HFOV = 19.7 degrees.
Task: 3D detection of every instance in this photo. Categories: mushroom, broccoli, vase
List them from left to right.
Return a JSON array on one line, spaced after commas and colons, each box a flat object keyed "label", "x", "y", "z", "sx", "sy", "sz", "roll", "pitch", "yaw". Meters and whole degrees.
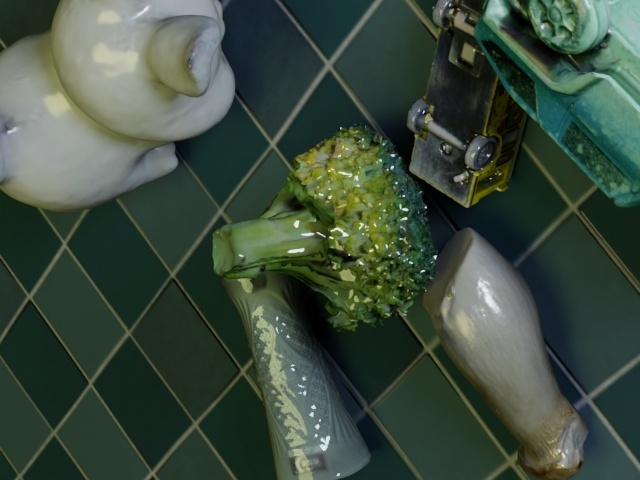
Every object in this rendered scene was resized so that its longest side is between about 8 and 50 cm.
[{"label": "vase", "x": -0.029, "y": 0.124, "z": 1.791, "sx": 0.096, "sy": 0.096, "sz": 0.219, "roll": -11, "pitch": 99, "yaw": 48}, {"label": "broccoli", "x": 0.000, "y": 0.000, "z": 1.597, "sx": 0.219, "sy": 0.194, "sz": 0.194, "roll": 17, "pitch": 124, "yaw": 64}, {"label": "mushroom", "x": 0.163, "y": 0.100, "z": 1.584, "sx": 0.225, "sy": 0.093, "sz": 0.116, "roll": 53, "pitch": 165, "yaw": -2}]

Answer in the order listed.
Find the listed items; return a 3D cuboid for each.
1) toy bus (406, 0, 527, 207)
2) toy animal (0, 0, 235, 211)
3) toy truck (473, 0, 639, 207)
[{"label": "toy bus", "x": 0.129, "y": -0.141, "z": 1.494, "sx": 0.081, "sy": 0.074, "sz": 0.226, "roll": 32, "pitch": 131, "yaw": 30}, {"label": "toy animal", "x": -0.199, "y": -0.160, "z": 1.699, "sx": 0.196, "sy": 0.241, "sz": 0.367, "roll": 57, "pitch": 140, "yaw": 4}, {"label": "toy truck", "x": 0.249, "y": -0.117, "z": 1.328, "sx": 0.279, "sy": 0.155, "sz": 0.156, "roll": 48, "pitch": 147, "yaw": 16}]
